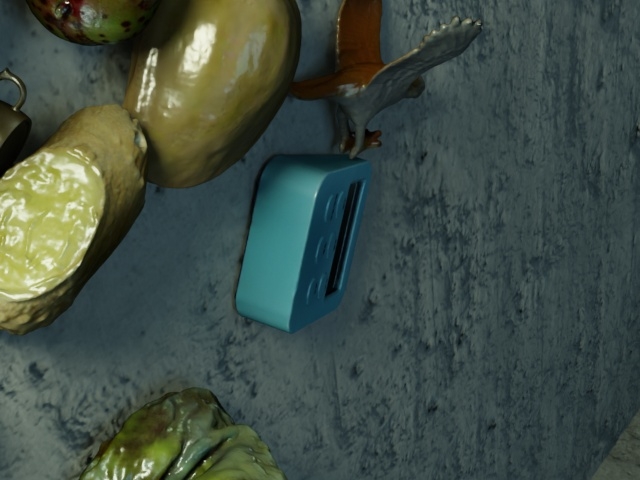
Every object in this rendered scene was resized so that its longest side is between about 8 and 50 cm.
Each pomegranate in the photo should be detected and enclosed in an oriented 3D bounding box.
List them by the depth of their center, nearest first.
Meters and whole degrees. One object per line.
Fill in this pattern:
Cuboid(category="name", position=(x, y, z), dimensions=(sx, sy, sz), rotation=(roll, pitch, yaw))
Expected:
Cuboid(category="pomegranate", position=(-0.208, -0.260, 1.272), dimensions=(0.169, 0.149, 0.148), rotation=(-24, 127, -49))

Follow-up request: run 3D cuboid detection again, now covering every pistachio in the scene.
Cuboid(category="pistachio", position=(-0.119, -0.178, 1.441), dimensions=(0.213, 0.163, 0.260), rotation=(15, 99, -35))

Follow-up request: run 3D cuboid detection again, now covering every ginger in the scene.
Cuboid(category="ginger", position=(-0.268, -0.014, 1.329), dimensions=(0.275, 0.130, 0.221), rotation=(-52, 180, -4))

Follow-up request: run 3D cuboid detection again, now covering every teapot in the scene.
Cuboid(category="teapot", position=(-0.321, -0.110, 1.241), dimensions=(0.121, 0.068, 0.076), rotation=(-59, 179, 14))

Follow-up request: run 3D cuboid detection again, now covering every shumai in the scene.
Cuboid(category="shumai", position=(-0.135, 0.358, 1.616), dimensions=(0.309, 0.263, 0.304), rotation=(-64, 147, -11))

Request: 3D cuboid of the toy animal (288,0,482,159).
Cuboid(category="toy animal", position=(0.041, -0.204, 1.717), dimensions=(0.284, 0.225, 0.302), rotation=(-30, 145, -23))

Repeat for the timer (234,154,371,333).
Cuboid(category="timer", position=(0.000, 0.000, 1.800), dimensions=(0.250, 0.091, 0.231), rotation=(-11, 115, -60))
